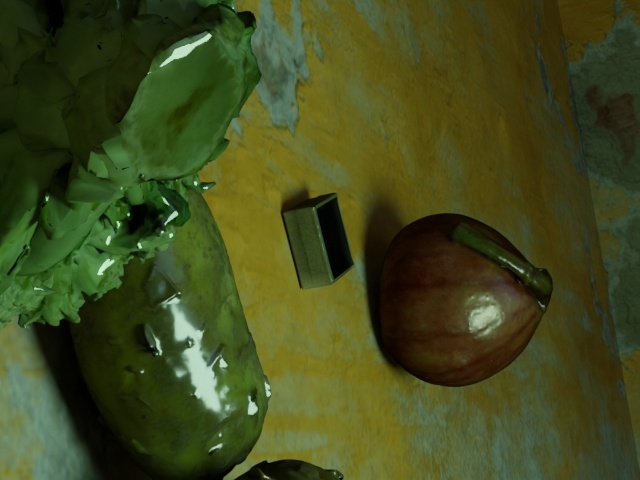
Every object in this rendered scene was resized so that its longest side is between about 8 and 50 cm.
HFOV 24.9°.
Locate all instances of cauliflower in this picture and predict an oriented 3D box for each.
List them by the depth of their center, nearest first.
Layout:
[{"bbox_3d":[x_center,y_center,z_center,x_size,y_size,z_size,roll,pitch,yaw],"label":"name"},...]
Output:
[{"bbox_3d":[-0.130,-0.073,0.747,0.272,0.250,0.275,20,77,-47],"label":"cauliflower"}]

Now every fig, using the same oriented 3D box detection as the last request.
[{"bbox_3d":[0.158,0.063,1.587,0.205,0.205,0.205,-12,90,-71],"label":"fig"}]

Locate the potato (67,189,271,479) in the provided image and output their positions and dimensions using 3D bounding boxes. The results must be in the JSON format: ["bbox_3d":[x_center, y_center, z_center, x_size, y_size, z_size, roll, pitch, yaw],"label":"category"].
[{"bbox_3d":[-0.111,0.049,0.969,0.149,0.113,0.251,-54,125,-65],"label":"potato"}]

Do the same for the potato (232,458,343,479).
[{"bbox_3d":[-0.036,0.246,0.996,0.192,0.141,0.296,-56,155,-16],"label":"potato"}]

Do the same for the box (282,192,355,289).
[{"bbox_3d":[0.000,0.000,1.411,0.083,0.035,0.079,-36,112,-68],"label":"box"}]
